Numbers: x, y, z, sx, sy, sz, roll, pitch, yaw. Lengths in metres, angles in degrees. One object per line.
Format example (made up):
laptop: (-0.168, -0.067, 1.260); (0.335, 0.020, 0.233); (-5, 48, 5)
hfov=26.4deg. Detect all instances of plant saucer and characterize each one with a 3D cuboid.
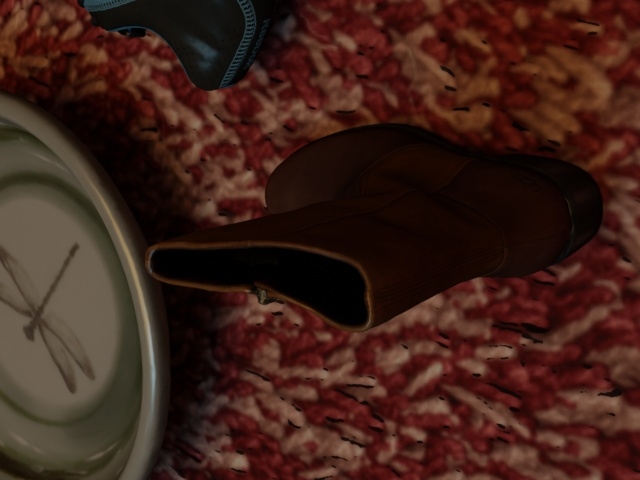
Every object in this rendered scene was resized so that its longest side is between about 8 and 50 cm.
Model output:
plant saucer: (-0.252, 0.059, 1.189); (0.400, 0.100, 0.400); (12, 110, 36)

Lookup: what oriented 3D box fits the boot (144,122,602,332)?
boot: (0.000, 0.000, 0.845); (0.264, 0.280, 0.096); (16, 111, 35)

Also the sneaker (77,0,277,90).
sneaker: (-0.172, -0.230, 1.029); (0.341, 0.125, 0.140); (34, 126, 31)
